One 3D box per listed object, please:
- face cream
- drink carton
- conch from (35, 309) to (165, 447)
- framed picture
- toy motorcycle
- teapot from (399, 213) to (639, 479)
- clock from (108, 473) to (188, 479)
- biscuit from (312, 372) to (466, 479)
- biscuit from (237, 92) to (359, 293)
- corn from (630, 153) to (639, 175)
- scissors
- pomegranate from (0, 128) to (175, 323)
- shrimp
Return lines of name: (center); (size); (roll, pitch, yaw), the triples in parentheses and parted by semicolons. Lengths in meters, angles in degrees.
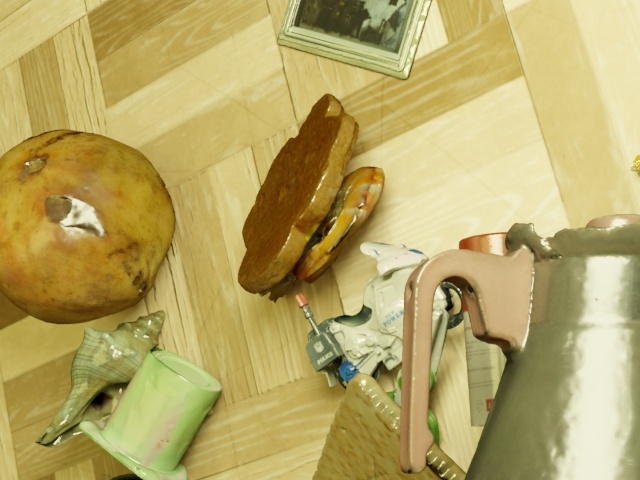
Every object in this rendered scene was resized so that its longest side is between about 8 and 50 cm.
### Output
face cream: (0.211, 0.102, 1.456); (0.096, 0.096, 0.214); (-10, 79, 36)
drink carton: (-0.215, 0.233, 1.741); (0.146, 0.144, 0.142); (32, 93, 20)
conch: (-0.300, 0.194, 1.827); (0.234, 0.137, 0.114); (-58, 30, 7)
framed picture: (0.063, -0.376, 1.669); (0.232, 0.019, 0.296); (20, 97, 36)
toy motorcycle: (0.069, 0.086, 1.566); (0.221, 0.102, 0.150); (-40, 75, 26)
teapot: (0.261, 0.152, 1.270); (0.305, 0.376, 0.361); (135, 141, -73)
clock: (-0.232, 0.483, 1.765); (0.325, 0.067, 0.325); (-5, 82, 37)
biscuit: (0.119, 0.324, 1.499); (0.325, 0.044, 0.217); (43, 134, 31)
biscuit: (-0.027, -0.061, 1.626); (0.208, 0.041, 0.290); (-21, 43, 58)
corn: (0.377, -0.093, 1.398); (0.083, 0.028, 0.027); (-26, 65, 28)
scissors: (0.115, 0.168, 1.521); (0.101, 0.027, 0.204); (26, 119, 18)
pomegranate: (-0.347, -0.018, 1.790); (0.281, 0.281, 0.281); (-5, 82, 36)
shrimp: (0.000, 0.000, 1.620); (0.068, 0.150, 0.248); (37, 126, -9)
